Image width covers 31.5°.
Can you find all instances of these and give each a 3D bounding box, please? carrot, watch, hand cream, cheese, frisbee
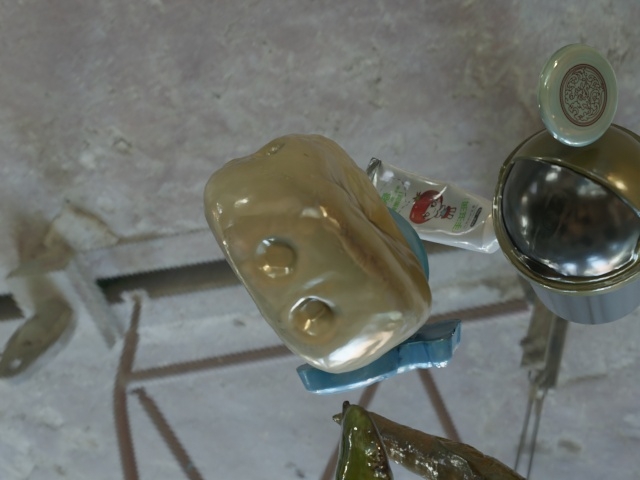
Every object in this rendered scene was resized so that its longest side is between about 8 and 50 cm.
[{"bbox_3d":[0.138,0.270,1.421,0.342,0.070,0.070,20,138,45],"label":"carrot"},{"bbox_3d":[0.041,0.051,1.216,0.211,0.211,0.193,-13,95,28],"label":"watch"},{"bbox_3d":[0.188,-0.049,1.901,0.336,0.121,0.076,20,167,39],"label":"hand cream"},{"bbox_3d":[0.000,0.000,0.982,0.117,0.218,0.235,-34,134,15],"label":"cheese"},{"bbox_3d":[0.277,-0.156,1.214,0.110,0.110,0.014,53,158,-22],"label":"frisbee"}]

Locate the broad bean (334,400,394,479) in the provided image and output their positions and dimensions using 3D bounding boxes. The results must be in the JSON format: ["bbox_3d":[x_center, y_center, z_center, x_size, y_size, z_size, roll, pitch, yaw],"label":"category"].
[{"bbox_3d":[0.034,0.247,0.611,0.077,0.061,0.338,13,119,55],"label":"broad bean"}]

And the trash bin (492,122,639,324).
[{"bbox_3d":[0.322,-0.020,1.394,0.214,0.214,0.334,6,163,16],"label":"trash bin"}]
